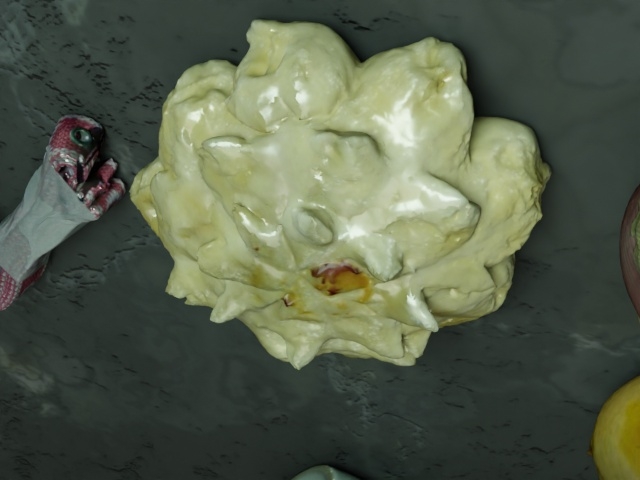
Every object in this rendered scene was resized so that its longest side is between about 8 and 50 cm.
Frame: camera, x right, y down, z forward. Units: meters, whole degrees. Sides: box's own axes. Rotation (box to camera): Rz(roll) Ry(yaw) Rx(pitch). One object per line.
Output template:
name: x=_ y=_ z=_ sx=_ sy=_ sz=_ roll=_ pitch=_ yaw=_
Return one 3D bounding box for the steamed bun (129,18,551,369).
steamed bun: x=0.000 y=0.000 z=0.721 sx=0.296 sy=0.137 sz=0.292 roll=6 pitch=141 yaw=10

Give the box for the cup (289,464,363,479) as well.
cup: x=0.074 y=0.325 z=1.018 sx=0.234 sy=0.186 sz=0.258 roll=44 pitch=131 yaw=-16

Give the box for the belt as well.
belt: x=-0.222 y=-0.013 z=0.843 sx=0.071 sy=0.053 sz=0.232 roll=40 pitch=134 yaw=-11

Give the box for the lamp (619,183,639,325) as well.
lamp: x=0.272 y=-0.018 z=0.588 sx=0.180 sy=0.180 sz=0.258 roll=24 pitch=137 yaw=-7

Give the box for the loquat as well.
loquat: x=0.280 y=0.164 z=0.801 sx=0.163 sy=0.137 sz=0.163 roll=10 pitch=121 yaw=18
